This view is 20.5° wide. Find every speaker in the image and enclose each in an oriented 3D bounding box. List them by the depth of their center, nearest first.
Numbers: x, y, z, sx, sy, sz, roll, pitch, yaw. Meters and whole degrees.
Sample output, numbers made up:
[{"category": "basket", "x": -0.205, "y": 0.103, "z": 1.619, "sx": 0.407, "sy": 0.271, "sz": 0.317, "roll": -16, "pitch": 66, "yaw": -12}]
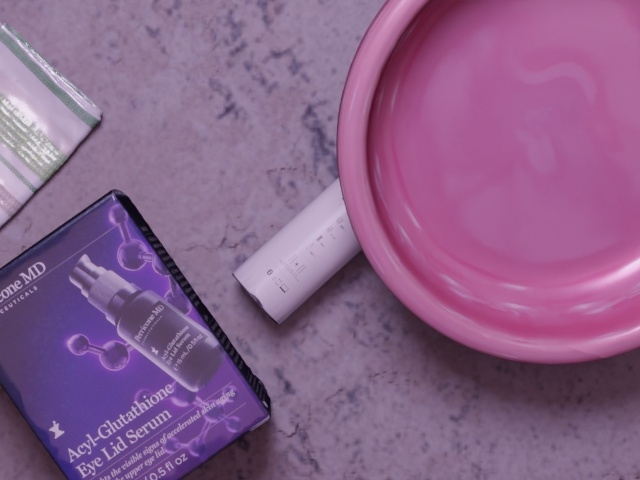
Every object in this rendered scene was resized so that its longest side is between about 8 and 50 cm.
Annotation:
[{"category": "speaker", "x": 0.000, "y": 0.000, "z": 1.359, "sx": 0.136, "sy": 0.055, "sz": 0.055, "roll": -43, "pitch": 92, "yaw": -1}]

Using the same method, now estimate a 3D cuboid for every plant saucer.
[{"category": "plant saucer", "x": 0.174, "y": -0.077, "z": 1.287, "sx": 0.332, "sy": 0.084, "sz": 0.332, "roll": -1, "pitch": 106, "yaw": -5}]

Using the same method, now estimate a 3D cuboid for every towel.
[{"category": "towel", "x": -0.258, "y": -0.079, "z": 1.366, "sx": 0.113, "sy": 0.023, "sz": 0.152, "roll": 43, "pitch": 89, "yaw": -1}]

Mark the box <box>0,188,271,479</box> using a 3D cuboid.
[{"category": "box", "x": -0.154, "y": 0.087, "z": 1.329, "sx": 0.153, "sy": 0.108, "sz": 0.207, "roll": -36, "pitch": 92, "yaw": -1}]
